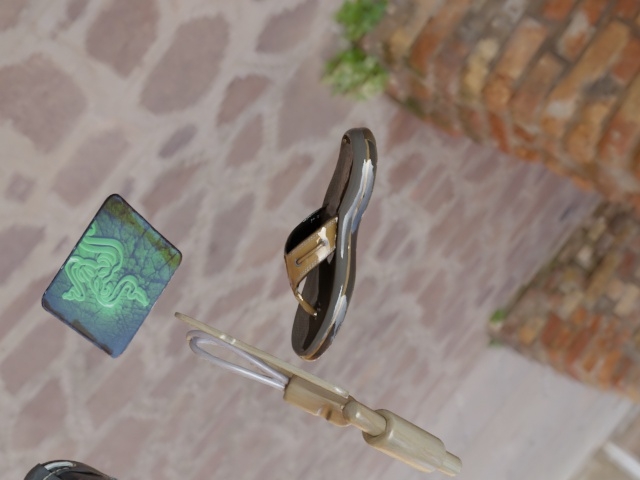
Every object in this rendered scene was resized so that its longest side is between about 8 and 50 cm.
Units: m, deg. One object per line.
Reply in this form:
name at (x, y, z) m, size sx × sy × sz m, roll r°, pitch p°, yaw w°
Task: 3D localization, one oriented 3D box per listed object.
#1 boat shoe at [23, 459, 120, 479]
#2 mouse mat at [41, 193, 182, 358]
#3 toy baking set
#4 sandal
boat shoe at (-0.158, 0.232, 1.186) m, size 0.084 × 0.079 × 0.233 m, roll -56°, pitch 151°, yaw -11°
mouse mat at (-0.236, 0.044, 1.717) m, size 0.153 × 0.007 × 0.190 m, roll -58°, pitch 148°, yaw -10°
toy baking set at (-0.005, 0.125, 1.169) m, size 0.256 × 0.196 × 0.030 m, roll 35°, pitch 77°, yaw -54°
sandal at (0.000, 0.000, 1.368) m, size 0.090 × 0.060 × 0.219 m, roll -141°, pitch -116°, yaw -69°
